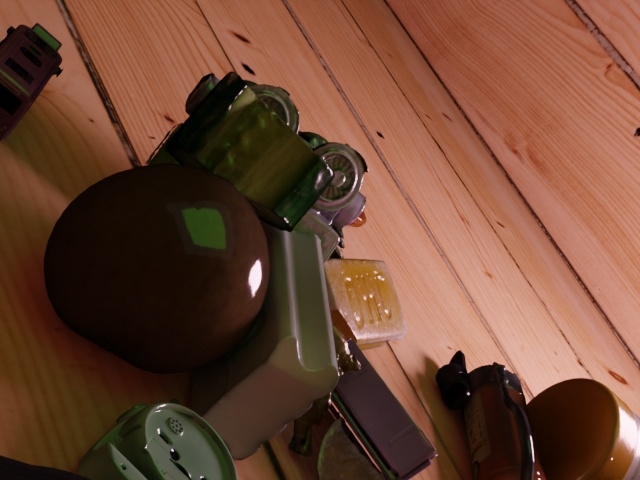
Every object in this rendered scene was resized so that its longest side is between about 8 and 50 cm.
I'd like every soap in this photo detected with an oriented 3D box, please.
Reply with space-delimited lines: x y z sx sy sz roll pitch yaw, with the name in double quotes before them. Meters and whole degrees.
"soap" 0.046 0.101 1.622 0.232 0.073 0.140 4 65 -62
"soap" -0.075 0.107 1.273 0.095 0.173 0.289 38 24 -26

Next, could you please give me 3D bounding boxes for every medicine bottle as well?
"medicine bottle" 0.472 0.392 1.770 0.232 0.238 0.238 40 23 -24

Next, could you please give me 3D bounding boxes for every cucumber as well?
"cucumber" -0.083 -0.100 1.263 0.191 0.130 0.191 40 1 -1

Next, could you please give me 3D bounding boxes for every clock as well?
"clock" 0.068 0.237 1.389 0.193 0.073 0.144 54 -9 14
"clock" -0.152 0.233 1.059 0.159 0.066 0.211 46 20 -9

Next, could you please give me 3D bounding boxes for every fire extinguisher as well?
"fire extinguisher" 0.289 0.331 1.652 0.376 0.113 0.200 -90 161 -59

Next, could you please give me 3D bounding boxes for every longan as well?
"longan" -0.179 0.032 1.145 0.248 0.248 0.248 41 22 -21

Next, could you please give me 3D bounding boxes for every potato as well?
"potato" 0.062 0.354 1.280 0.261 0.100 0.120 45 -24 34

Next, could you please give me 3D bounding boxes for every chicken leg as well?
"chicken leg" -0.003 0.187 1.305 0.093 0.178 0.070 13 -2 7

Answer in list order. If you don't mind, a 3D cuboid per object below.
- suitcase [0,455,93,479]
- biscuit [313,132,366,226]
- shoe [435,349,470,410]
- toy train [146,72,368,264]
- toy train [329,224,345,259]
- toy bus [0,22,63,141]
"suitcase" -0.192 0.306 0.726 0.345 0.188 0.339 28 24 -40
"biscuit" 0.023 -0.117 2.042 0.186 0.036 0.192 45 21 -17
"shoe" 0.225 0.237 1.808 0.053 0.062 0.159 32 24 -8
"toy train" -0.093 -0.080 1.452 0.307 0.249 0.173 38 -5 -25
"toy train" 0.000 0.000 1.659 0.081 0.060 0.202 61 -9 20
"toy bus" -0.386 -0.203 1.295 0.087 0.098 0.178 40 22 -20
